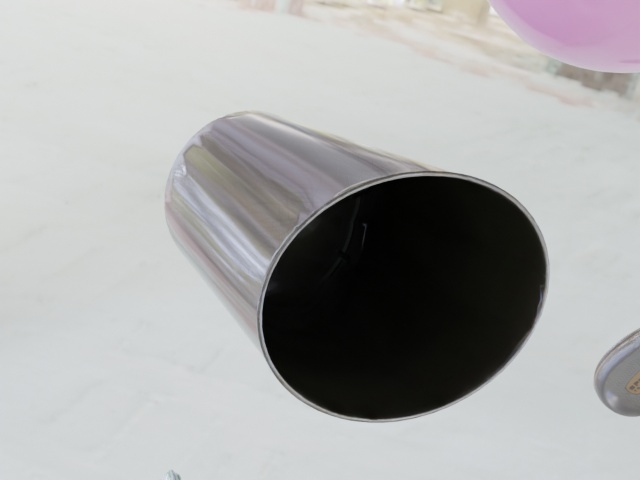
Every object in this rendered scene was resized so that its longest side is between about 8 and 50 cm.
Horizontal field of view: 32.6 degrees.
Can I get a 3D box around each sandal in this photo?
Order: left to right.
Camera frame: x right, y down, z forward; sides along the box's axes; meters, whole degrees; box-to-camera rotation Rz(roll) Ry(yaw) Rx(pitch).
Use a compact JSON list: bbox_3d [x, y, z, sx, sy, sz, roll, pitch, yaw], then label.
[{"bbox_3d":[0.292,0.076,0.859,0.090,0.219,0.060,31,-144,-8],"label":"sandal"}]

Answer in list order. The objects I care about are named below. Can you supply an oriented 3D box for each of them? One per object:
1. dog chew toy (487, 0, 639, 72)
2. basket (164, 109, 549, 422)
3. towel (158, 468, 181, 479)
[{"bbox_3d":[0.112,-0.233,0.576,0.332,0.206,0.206,29,-169,-24],"label":"dog chew toy"},{"bbox_3d":[0.000,0.000,0.720,0.204,0.154,0.227,2,-163,-31],"label":"basket"},{"bbox_3d":[-0.248,0.379,1.459,0.023,0.152,0.113,54,-176,-24],"label":"towel"}]
